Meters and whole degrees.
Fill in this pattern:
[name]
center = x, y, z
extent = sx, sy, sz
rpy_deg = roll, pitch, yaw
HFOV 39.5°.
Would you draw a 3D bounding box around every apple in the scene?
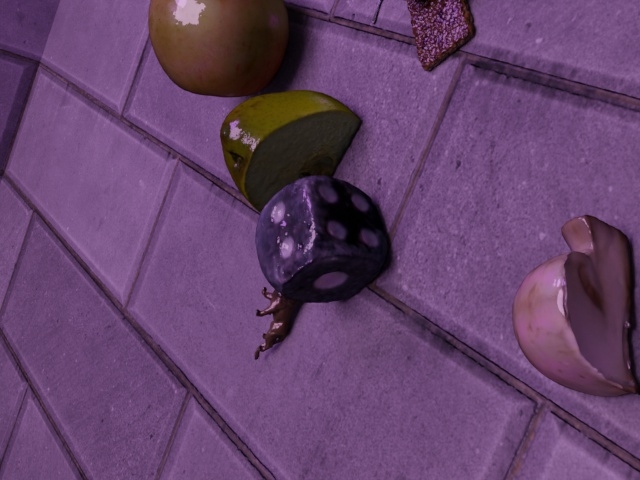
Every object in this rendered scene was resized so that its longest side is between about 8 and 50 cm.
[apple]
center = -0.226, -0.460, 1.983
extent = 0.319, 0.319, 0.277
rpy_deg = 29, 111, 52

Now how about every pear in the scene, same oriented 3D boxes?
[pear]
center = -0.092, -0.181, 1.770
extent = 0.159, 0.292, 0.292
rpy_deg = 44, 113, 39

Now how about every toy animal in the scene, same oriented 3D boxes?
[toy animal]
center = -0.097, 0.151, 1.801
extent = 0.219, 0.086, 0.069
rpy_deg = -64, -1, 23

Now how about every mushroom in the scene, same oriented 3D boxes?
[mushroom]
center = 0.314, 0.091, 1.220
extent = 0.173, 0.162, 0.236
rpy_deg = -17, 64, 47

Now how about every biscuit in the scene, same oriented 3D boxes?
[biscuit]
center = 0.213, -0.434, 1.638
extent = 0.131, 0.025, 0.231
rpy_deg = -35, 53, 40

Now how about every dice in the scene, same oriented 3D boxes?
[dice]
center = 0.000, 0.000, 1.637
extent = 0.181, 0.182, 0.183
rpy_deg = -40, 50, 36

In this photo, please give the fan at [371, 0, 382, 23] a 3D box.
[fan]
center = 0.133, -0.518, 1.784
extent = 0.113, 0.005, 0.175
rpy_deg = 25, 99, 53
